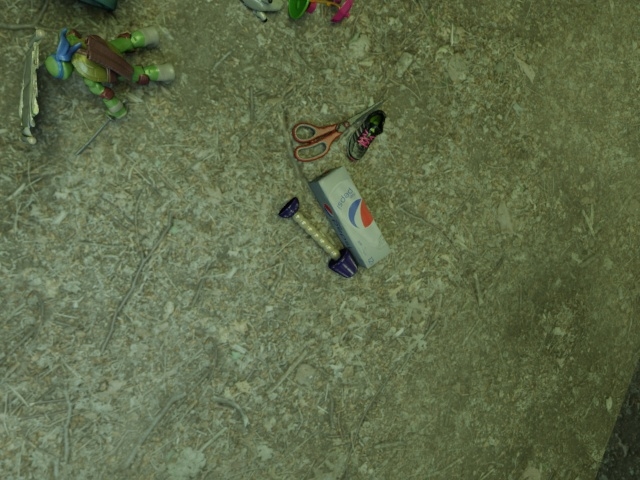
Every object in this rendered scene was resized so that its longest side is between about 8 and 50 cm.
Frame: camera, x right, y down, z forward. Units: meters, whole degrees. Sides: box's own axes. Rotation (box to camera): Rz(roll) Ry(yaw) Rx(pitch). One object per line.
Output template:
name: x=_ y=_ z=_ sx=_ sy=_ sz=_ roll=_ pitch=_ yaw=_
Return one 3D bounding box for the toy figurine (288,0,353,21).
toy figurine: x=0.012 y=-0.661 z=1.150 sx=0.159 sy=0.130 sz=0.173 roll=2 pitch=83 yaw=-31

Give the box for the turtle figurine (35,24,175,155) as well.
turtle figurine: x=-0.499 y=-0.390 z=0.988 sx=0.266 sy=0.275 sz=0.198 roll=-31 pitch=73 yaw=-37

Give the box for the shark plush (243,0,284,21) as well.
shark plush: x=-0.178 y=-0.641 z=1.122 sx=0.161 sy=0.073 sz=0.067 roll=22 pitch=66 yaw=1

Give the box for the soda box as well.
soda box: x=0.083 y=-0.064 z=1.214 sx=0.091 sy=0.098 sz=0.286 roll=-34 pitch=103 yaw=-14

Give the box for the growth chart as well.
growth chart: x=-0.610 y=-0.316 z=0.900 sx=0.021 sy=0.172 sz=0.238 roll=2 pitch=106 yaw=-43

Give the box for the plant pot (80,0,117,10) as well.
plant pot: x=-0.504 y=-0.648 z=0.897 sx=0.271 sy=0.272 sz=0.256 roll=15 pitch=104 yaw=-19

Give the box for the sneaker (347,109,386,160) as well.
sneaker: x=0.135 y=-0.307 z=1.225 sx=0.063 sy=0.074 sz=0.171 roll=33 pitch=83 yaw=-18

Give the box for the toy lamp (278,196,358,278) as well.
toy lamp: x=0.000 y=0.000 z=1.202 sx=0.274 sy=0.080 sz=0.080 roll=45 pitch=80 yaw=-14

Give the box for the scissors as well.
scissors: x=0.060 y=-0.307 z=1.202 sx=0.296 sy=0.021 sz=0.109 roll=-18 pitch=94 yaw=-6
